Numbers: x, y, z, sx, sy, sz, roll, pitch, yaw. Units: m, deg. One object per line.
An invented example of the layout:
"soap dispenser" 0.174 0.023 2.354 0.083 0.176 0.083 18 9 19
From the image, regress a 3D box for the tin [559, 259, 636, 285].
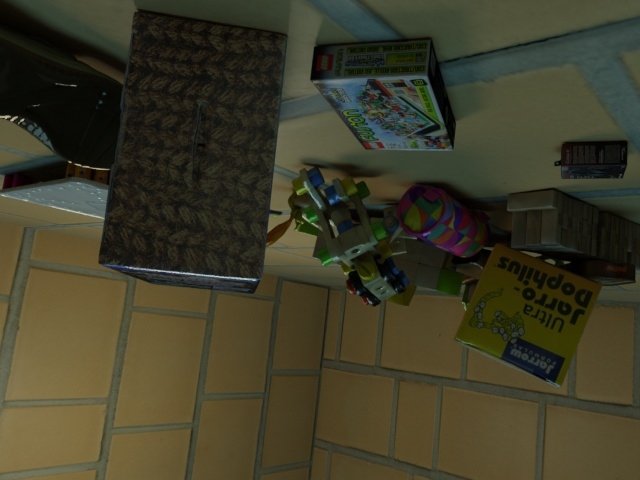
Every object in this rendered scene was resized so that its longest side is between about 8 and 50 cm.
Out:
"tin" 0.523 0.064 1.088 0.106 0.040 0.190 9 173 5

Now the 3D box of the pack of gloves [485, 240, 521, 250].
"pack of gloves" 0.425 -0.002 1.375 0.194 0.046 0.232 3 -178 27

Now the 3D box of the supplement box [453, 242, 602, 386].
"supplement box" 0.396 0.155 1.149 0.194 0.195 0.356 23 176 16

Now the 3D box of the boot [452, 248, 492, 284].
"boot" 0.373 0.051 1.494 0.115 0.113 0.305 23 173 -14

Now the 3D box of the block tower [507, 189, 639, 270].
"block tower" 0.478 -0.009 1.056 0.335 0.097 0.090 14 169 -36

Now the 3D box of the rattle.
"rattle" 0.000 0.000 1.164 0.130 0.143 0.199 -4 144 43

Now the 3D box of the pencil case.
"pencil case" 0.236 -0.035 1.066 0.104 0.105 0.236 0 172 36

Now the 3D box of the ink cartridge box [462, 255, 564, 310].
"ink cartridge box" 0.503 0.129 1.457 0.255 0.097 0.189 -21 -173 22

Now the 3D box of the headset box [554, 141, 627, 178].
"headset box" 0.345 -0.102 0.734 0.083 0.032 0.062 1 171 23

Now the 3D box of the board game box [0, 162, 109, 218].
"board game box" -0.472 -0.095 1.330 0.389 0.051 0.389 0 170 41

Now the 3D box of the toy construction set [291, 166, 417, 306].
"toy construction set" 0.080 -0.004 1.048 0.151 0.215 0.327 -33 156 22

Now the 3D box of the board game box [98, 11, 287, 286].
"board game box" -0.128 -0.066 0.642 0.140 0.232 0.291 6 172 -7

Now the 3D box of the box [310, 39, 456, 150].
"box" 0.077 -0.146 0.615 0.113 0.036 0.207 3 171 20

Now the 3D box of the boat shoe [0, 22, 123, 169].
"boat shoe" -0.301 -0.165 0.614 0.098 0.109 0.302 47 -167 28

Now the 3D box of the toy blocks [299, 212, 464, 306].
"toy blocks" 0.167 0.029 1.355 0.381 0.191 0.261 14 -176 21

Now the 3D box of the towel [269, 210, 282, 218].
"towel" -0.141 -0.068 1.408 0.083 0.010 0.060 10 170 -24
